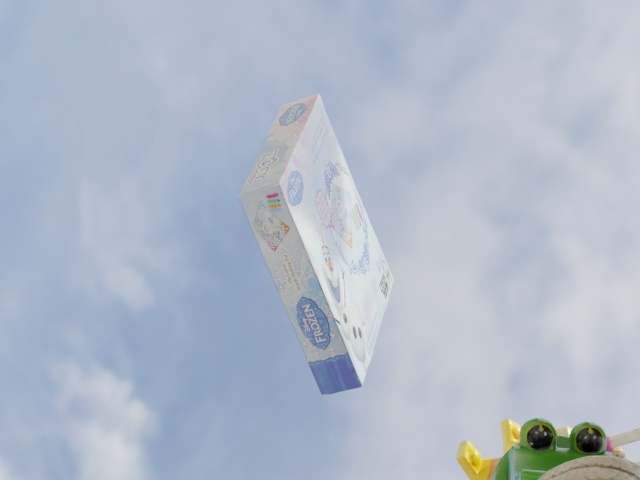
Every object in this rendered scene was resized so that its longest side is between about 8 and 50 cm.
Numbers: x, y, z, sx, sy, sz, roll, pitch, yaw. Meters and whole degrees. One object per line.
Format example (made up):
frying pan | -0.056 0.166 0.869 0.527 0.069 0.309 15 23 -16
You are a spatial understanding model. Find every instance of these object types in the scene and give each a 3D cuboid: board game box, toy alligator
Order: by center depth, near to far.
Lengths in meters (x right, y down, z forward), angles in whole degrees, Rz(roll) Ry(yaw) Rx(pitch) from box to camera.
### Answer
toy alligator | 0.055 0.067 0.439 0.190 0.056 0.051 91 3 -63
board game box | 0.000 0.000 0.733 0.020 0.090 0.090 -15 -158 17

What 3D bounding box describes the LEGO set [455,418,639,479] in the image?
LEGO set | 0.130 0.126 0.768 0.107 0.287 0.132 -21 -100 28
